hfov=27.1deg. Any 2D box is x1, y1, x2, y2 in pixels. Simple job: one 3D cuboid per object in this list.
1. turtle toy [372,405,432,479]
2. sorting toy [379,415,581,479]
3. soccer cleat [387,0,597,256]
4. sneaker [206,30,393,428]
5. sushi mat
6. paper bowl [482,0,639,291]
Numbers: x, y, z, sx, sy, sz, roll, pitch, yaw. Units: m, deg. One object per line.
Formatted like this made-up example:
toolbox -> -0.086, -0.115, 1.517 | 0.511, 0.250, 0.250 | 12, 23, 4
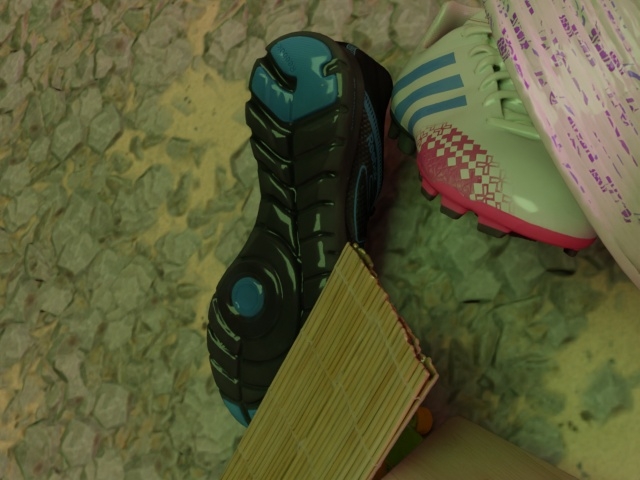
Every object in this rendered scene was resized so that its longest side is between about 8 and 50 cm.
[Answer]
turtle toy -> 0.049, 0.183, 1.036 | 0.066, 0.095, 0.130 | -48, 47, 36
sorting toy -> 0.110, 0.272, 0.882 | 0.257, 0.089, 0.255 | 25, 51, 39
soccer cleat -> 0.129, -0.101, 1.000 | 0.331, 0.116, 0.143 | -122, 49, -65
sneaker -> 0.000, 0.000, 1.130 | 0.125, 0.140, 0.341 | 16, 99, 29
sushi mat -> -0.012, 0.164, 1.026 | 0.316, 0.019, 0.151 | -62, 35, 29
paper bowl -> 0.239, -0.100, 0.894 | 0.148, 0.284, 0.284 | -31, 56, 22
